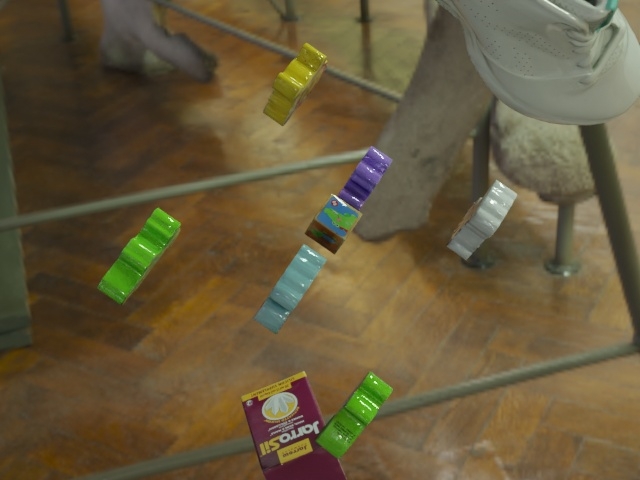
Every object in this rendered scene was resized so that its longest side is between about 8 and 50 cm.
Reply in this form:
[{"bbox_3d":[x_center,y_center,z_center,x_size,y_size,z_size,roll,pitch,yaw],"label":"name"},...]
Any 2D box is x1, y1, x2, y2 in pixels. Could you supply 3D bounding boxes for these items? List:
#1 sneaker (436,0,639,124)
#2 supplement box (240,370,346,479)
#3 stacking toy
[{"bbox_3d":[0.118,-0.114,0.495,0.212,0.080,0.094,30,-3,-39],"label":"sneaker"},{"bbox_3d":[-0.021,0.144,0.727,0.055,0.043,0.083,-22,35,-4],"label":"supplement box"},{"bbox_3d":[0.000,0.000,0.597,0.167,0.052,0.221,36,61,1],"label":"stacking toy"}]
